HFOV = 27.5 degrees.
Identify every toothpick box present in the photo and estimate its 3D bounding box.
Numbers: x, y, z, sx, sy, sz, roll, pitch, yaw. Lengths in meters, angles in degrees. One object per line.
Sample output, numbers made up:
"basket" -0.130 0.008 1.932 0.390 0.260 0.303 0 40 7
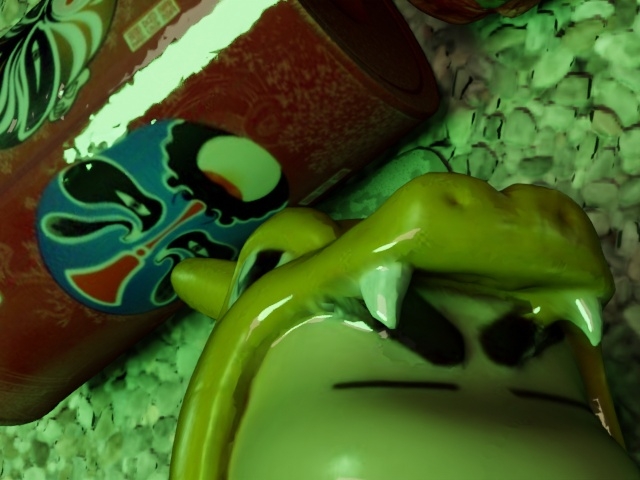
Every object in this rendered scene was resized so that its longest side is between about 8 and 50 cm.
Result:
"toothpick box" -0.117 -0.058 0.801 0.333 0.204 0.204 -37 60 21

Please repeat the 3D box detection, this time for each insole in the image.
"insole" 0.000 0.000 0.826 0.193 0.006 0.065 -29 62 24

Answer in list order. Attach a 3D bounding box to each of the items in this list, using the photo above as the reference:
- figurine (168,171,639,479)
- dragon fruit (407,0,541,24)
"figurine" 0.012 0.184 0.612 0.400 0.268 0.387 -8 75 36
"dragon fruit" 0.084 -0.190 0.755 0.121 0.130 0.142 -57 15 16
